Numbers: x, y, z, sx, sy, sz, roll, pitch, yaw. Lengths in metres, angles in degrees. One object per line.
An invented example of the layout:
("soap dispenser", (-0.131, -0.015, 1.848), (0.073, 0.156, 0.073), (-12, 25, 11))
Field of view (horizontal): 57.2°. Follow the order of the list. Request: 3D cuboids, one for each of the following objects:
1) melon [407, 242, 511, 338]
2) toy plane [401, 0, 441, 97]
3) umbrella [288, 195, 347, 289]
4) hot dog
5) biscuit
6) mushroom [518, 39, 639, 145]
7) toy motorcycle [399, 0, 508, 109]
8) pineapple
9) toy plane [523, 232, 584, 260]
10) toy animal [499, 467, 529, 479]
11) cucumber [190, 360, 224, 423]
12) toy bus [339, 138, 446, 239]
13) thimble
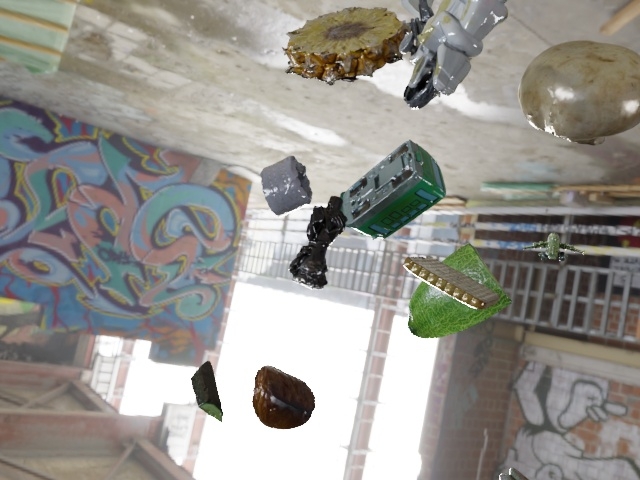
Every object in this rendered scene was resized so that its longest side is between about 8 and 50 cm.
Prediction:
("melon", (0.348, 0.172, 1.612), (0.323, 0.196, 0.124), (-41, 154, 28))
("toy plane", (0.239, -0.428, 1.249), (0.160, 0.234, 0.082), (-27, -173, -40))
("umbrella", (-0.001, 0.000, 1.652), (0.122, 0.272, 0.110), (24, 171, -17))
("hot dog", (-0.107, 0.419, 1.576), (0.099, 0.161, 0.227), (-18, 138, 27))
("biscuit", (0.264, 0.082, 1.162), (0.172, 0.029, 0.254), (30, -170, 21))
("mushroom", (0.340, -0.187, 0.760), (0.166, 0.127, 0.166), (-2, -150, 1))
("toy motorcycle", (0.176, -0.267, 0.724), (0.074, 0.229, 0.151), (33, 160, -20))
("pineapple", (0.045, -0.312, 0.913), (0.221, 0.221, 0.047), (9, 138, 22))
("toy plane", (0.411, 0.014, 1.035), (0.102, 0.040, 0.111), (1, 168, 21))
("toy animal", (0.373, 0.485, 0.993), (0.236, 0.138, 0.108), (56, 166, 44))
("cucumber", (-0.296, 0.376, 1.513), (0.070, 0.046, 0.220), (24, -165, -31))
("toy bus", (0.244, -0.151, 1.937), (0.199, 0.184, 0.343), (27, 133, -32))
("thimble", (-0.093, -0.153, 1.654), (0.117, 0.151, 0.127), (-21, 157, 16))
